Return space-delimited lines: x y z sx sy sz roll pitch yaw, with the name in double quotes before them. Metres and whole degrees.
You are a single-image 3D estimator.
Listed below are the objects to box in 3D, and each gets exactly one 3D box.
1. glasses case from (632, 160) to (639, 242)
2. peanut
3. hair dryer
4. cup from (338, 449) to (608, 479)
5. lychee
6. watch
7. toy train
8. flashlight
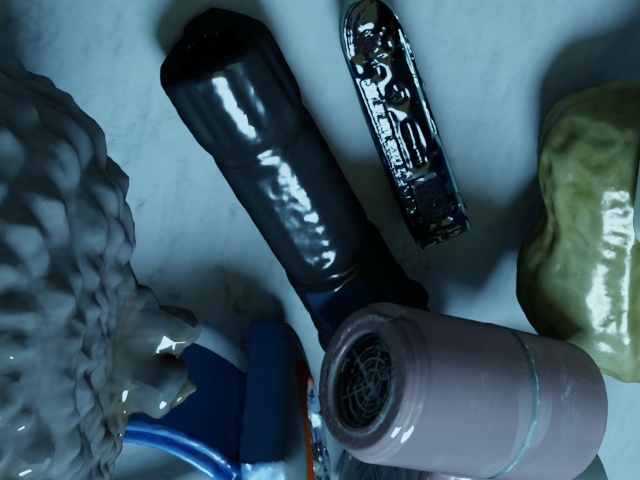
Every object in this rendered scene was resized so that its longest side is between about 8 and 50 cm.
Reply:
"glasses case" 0.323 -0.142 0.875 0.131 0.070 0.312 5 93 -27
"peanut" 0.244 0.007 0.993 0.159 0.143 0.291 -23 125 -9
"hair dryer" 0.078 0.232 0.935 0.210 0.125 0.352 14 97 -34
"cup" 0.152 0.232 1.109 0.226 0.185 0.241 13 102 -21
"lychee" -0.289 0.051 0.707 0.432 0.380 0.380 8 123 -2
"watch" -0.126 0.232 0.987 0.275 0.241 0.305 -3 117 2
"toy train" 0.061 -0.097 0.913 0.052 0.051 0.234 -25 125 -1
"flashlight" 0.000 0.000 0.940 0.103 0.103 0.424 -30 126 2
